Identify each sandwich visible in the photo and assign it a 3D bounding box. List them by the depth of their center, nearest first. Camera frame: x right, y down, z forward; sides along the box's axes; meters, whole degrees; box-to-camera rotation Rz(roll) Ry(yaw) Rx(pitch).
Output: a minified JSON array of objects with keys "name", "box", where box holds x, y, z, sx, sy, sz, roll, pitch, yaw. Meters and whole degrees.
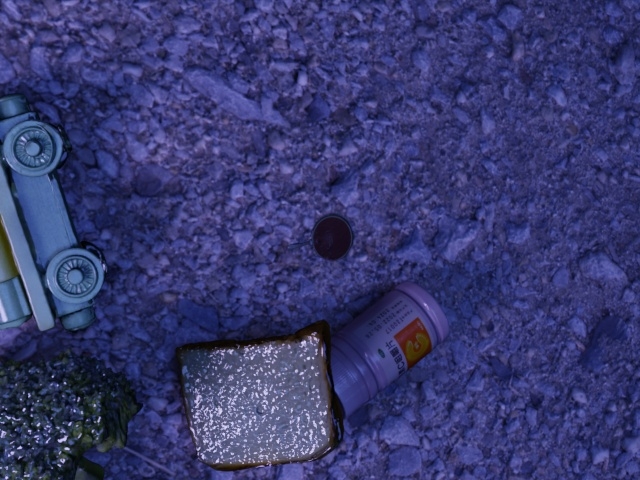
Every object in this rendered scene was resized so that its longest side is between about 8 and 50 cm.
[{"name":"sandwich","box":[-0.092,0.255,1.664,0.251,0.087,0.226,-9,95,9]}]

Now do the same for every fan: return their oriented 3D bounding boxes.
[{"name":"fan","box":[0.000,0.000,1.805,0.133,0.005,0.085,-13,98,-26]}]

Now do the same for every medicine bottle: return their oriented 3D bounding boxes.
[{"name":"medicine bottle","box":[0.096,0.189,1.789,0.249,0.133,0.133,-34,106,-21]}]

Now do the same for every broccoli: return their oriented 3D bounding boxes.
[{"name":"broccoli","box":[-0.436,0.275,1.470,0.375,0.302,0.249,-33,80,6]}]

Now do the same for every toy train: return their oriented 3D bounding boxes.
[{"name":"toy train","box":[-0.457,-0.022,1.509,0.237,0.150,0.369,-19,100,-16]}]
